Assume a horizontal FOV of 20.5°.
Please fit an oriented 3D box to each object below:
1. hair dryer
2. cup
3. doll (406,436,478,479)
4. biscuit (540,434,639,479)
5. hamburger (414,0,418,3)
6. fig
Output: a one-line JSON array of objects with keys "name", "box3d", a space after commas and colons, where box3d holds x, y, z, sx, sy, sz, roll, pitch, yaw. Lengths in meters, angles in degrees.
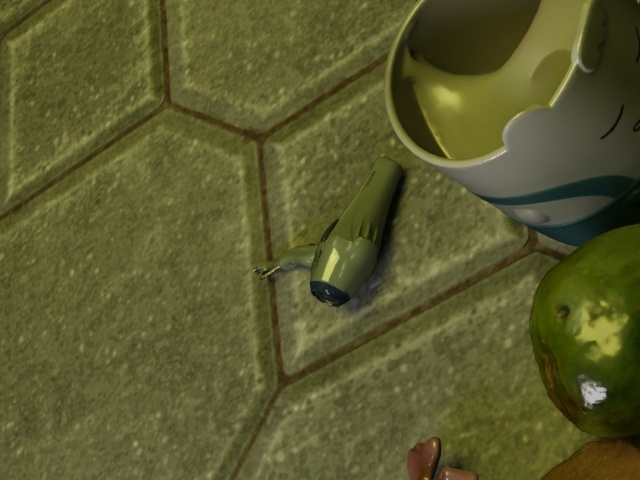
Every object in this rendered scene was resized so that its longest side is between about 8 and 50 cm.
[{"name": "hair dryer", "box3d": [0.014, -0.015, 1.867, 0.167, 0.067, 0.199, -56, 25, -9]}, {"name": "cup", "box3d": [0.219, -0.151, 1.559, 0.219, 0.257, 0.290, -1, 67, 45]}, {"name": "doll", "box3d": [0.094, 0.283, 1.537, 0.211, 0.093, 0.262, 118, 161, -46]}, {"name": "biscuit", "box3d": [0.222, 0.262, 1.444, 0.226, 0.042, 0.226, -41, 29, 29]}, {"name": "hamburger", "box3d": [0.194, -0.305, 1.763, 0.259, 0.144, 0.283, -32, 38, 30]}, {"name": "fig", "box3d": [0.266, 0.053, 1.461, 0.167, 0.167, 0.233, 26, 81, 50]}]
